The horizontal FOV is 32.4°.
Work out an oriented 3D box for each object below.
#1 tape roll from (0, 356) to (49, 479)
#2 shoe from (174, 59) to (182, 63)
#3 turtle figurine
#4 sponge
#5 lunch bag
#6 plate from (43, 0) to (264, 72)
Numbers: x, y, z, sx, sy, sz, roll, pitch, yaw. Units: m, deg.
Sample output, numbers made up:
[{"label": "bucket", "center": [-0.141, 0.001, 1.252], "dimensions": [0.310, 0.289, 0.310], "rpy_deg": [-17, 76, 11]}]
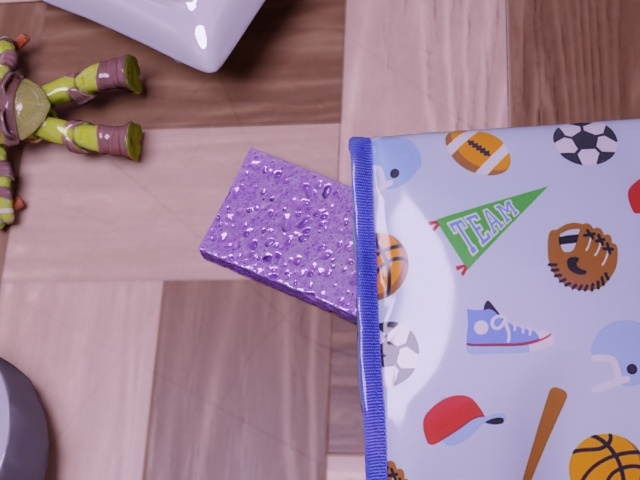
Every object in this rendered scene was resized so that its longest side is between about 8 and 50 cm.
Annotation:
[{"label": "tape roll", "center": [-0.354, 0.191, 0.978], "dimensions": [0.219, 0.072, 0.219], "rpy_deg": [-7, 63, 15]}, {"label": "shoe", "center": [-0.160, -0.262, 1.162], "dimensions": [0.081, 0.063, 0.178], "rpy_deg": [0, 65, 14]}, {"label": "turtle figurine", "center": [-0.294, -0.140, 1.116], "dimensions": [0.217, 0.087, 0.269], "rpy_deg": [-5, 67, 8]}, {"label": "sponge", "center": [0.000, 0.000, 1.038], "dimensions": [0.210, 0.031, 0.117], "rpy_deg": [22, 73, 17]}, {"label": "lunch bag", "center": [0.189, 0.123, 0.841], "dimensions": [0.328, 0.239, 0.385], "rpy_deg": [-5, 68, 5]}, {"label": "plate", "center": [-0.145, -0.333, 1.127], "dimensions": [0.277, 0.045, 0.278], "rpy_deg": [27, 78, 27]}]
